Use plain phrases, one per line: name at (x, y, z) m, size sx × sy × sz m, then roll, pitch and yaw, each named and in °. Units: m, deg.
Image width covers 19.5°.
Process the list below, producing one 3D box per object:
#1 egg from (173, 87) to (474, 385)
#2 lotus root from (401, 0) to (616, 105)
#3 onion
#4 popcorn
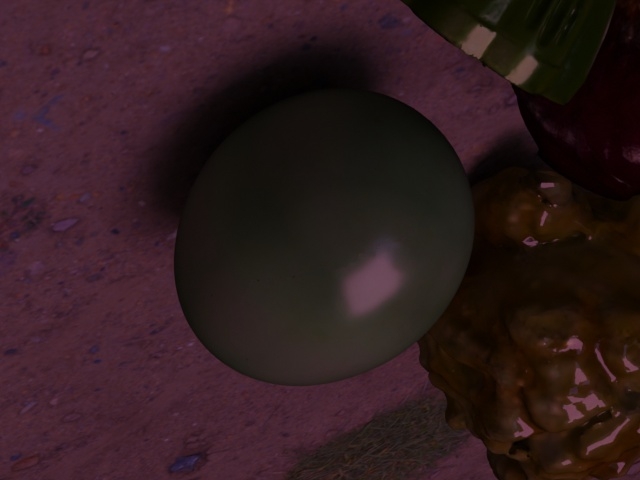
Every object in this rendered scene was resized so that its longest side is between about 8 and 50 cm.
egg at (0.000, 0.000, 1.480) m, size 0.220 × 0.220 × 0.269 m, roll -2°, pitch 151°, yaw -39°
lotus root at (0.150, -0.214, 1.329) m, size 0.186 × 0.186 × 0.186 m, roll -21°, pitch 152°, yaw -12°
onion at (0.273, -0.132, 1.462) m, size 0.206 × 0.207 × 0.216 m, roll -53°, pitch 154°, yaw -7°
popcorn at (0.226, 0.093, 1.792) m, size 0.274 × 0.279 × 0.335 m, roll -5°, pitch 163°, yaw -1°
